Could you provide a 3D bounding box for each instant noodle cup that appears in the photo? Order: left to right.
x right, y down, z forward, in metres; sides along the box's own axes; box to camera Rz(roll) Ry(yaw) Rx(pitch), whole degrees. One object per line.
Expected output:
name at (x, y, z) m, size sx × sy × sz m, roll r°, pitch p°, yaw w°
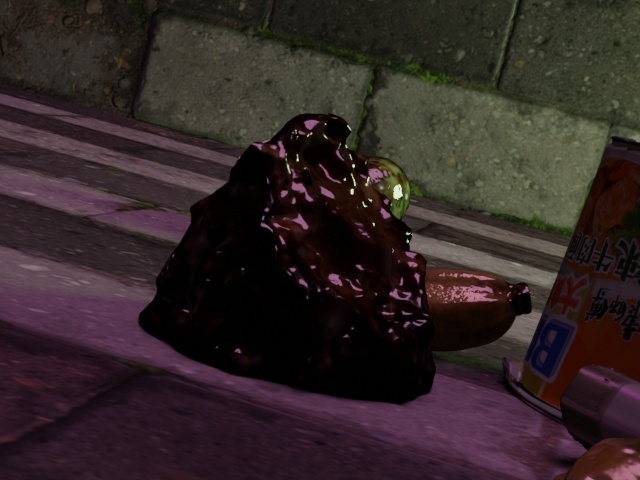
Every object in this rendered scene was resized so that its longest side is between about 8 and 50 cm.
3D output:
instant noodle cup at (0.313, 0.048, 1.043) m, size 0.296 × 0.214 × 0.296 m, roll 14°, pitch 6°, yaw -2°

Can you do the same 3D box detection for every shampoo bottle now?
shampoo bottle at (0.244, 0.140, 0.788) m, size 0.086 × 0.056 × 0.227 m, roll 43°, pitch -11°, yaw -34°

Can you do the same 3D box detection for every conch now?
conch at (0.009, -0.037, 1.511) m, size 0.187 × 0.124 × 0.181 m, roll -16°, pitch 31°, yaw -26°

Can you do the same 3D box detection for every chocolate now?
chocolate at (0.000, 0.000, 0.955) m, size 0.206 × 0.177 × 0.224 m, roll 17°, pitch 9°, yaw 22°

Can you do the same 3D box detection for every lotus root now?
lotus root at (0.101, 0.060, 1.115) m, size 0.152 × 0.072 × 0.063 m, roll -1°, pitch -30°, yaw 12°

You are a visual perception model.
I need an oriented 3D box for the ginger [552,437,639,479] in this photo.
ginger at (0.190, 0.142, 0.651) m, size 0.190 × 0.069 × 0.095 m, roll 13°, pitch 38°, yaw -19°
